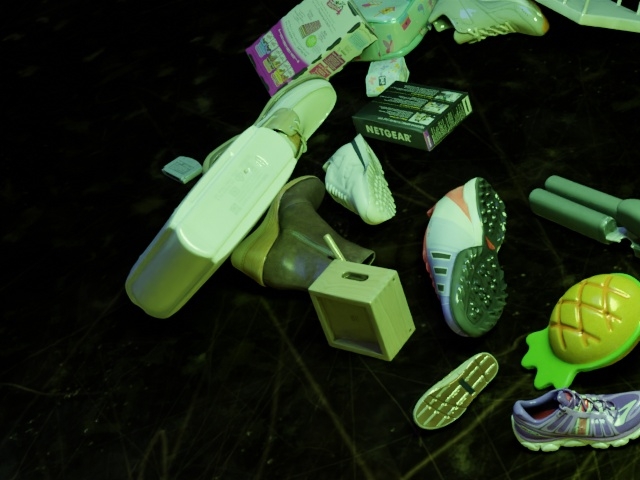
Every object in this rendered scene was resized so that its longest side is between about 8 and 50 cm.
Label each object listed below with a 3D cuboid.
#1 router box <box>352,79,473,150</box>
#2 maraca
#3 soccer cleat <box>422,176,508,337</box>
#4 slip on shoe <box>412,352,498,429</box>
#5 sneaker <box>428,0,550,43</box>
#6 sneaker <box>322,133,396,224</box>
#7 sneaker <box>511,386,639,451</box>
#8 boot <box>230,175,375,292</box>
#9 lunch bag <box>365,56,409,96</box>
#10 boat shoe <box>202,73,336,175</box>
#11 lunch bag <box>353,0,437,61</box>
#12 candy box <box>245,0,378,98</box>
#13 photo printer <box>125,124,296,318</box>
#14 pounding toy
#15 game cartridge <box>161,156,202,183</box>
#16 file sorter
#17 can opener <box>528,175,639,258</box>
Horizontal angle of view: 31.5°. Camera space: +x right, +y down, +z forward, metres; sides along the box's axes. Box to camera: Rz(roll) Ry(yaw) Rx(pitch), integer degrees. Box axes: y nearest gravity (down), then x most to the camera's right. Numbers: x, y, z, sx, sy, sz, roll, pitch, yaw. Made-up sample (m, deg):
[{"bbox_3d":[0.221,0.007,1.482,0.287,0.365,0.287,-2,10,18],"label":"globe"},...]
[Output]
[{"bbox_3d":[0.166,-0.230,2.069,0.178,0.046,0.133,18,50,44],"label":"router box"},{"bbox_3d":[0.338,0.116,1.451,0.185,0.099,0.127,-42,34,13],"label":"maraca"},{"bbox_3d":[0.199,0.035,1.647,0.116,0.109,0.318,-26,30,29],"label":"soccer cleat"},{"bbox_3d":[0.172,0.196,1.472,0.135,0.051,0.041,-42,-1,-17],"label":"slip on shoe"},{"bbox_3d":[0.330,-0.430,2.248,0.262,0.099,0.121,26,80,39],"label":"sneaker"},{"bbox_3d":[0.060,-0.086,1.902,0.094,0.090,0.235,-28,29,11],"label":"sneaker"},{"bbox_3d":[0.312,0.206,1.355,0.169,0.071,0.068,-12,34,11],"label":"sneaker"},{"bbox_3d":[0.000,0.000,1.821,0.206,0.090,0.248,17,47,27],"label":"boot"},{"bbox_3d":[0.129,-0.313,2.201,0.071,0.053,0.083,-5,46,24],"label":"lunch bag"},{"bbox_3d":[-0.072,-0.184,2.080,0.302,0.113,0.103,-44,41,-15],"label":"boat shoe"},{"bbox_3d":[0.106,-0.468,2.381,0.279,0.108,0.224,5,40,33],"label":"lunch bag"},{"bbox_3d":[-0.019,-0.389,2.256,0.233,0.071,0.159,-38,52,14],"label":"candy box"},{"bbox_3d":[-0.180,-0.017,1.773,0.256,0.107,0.307,-54,6,-34],"label":"photo printer"},{"bbox_3d":[0.052,0.079,1.615,0.141,0.130,0.100,11,44,38],"label":"pounding toy"},{"bbox_3d":[-0.263,-0.137,2.186,0.056,0.017,0.083,-39,38,-20],"label":"game cartridge"},{"bbox_3d":[0.507,-0.512,2.113,0.192,0.173,0.278,2,26,-25],"label":"file sorter"},{"bbox_3d":[0.417,-0.043,1.645,0.074,0.093,0.280,-35,32,-20],"label":"can opener"}]
